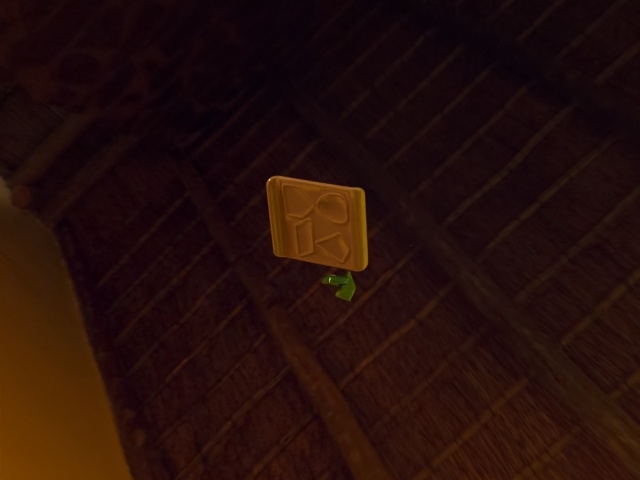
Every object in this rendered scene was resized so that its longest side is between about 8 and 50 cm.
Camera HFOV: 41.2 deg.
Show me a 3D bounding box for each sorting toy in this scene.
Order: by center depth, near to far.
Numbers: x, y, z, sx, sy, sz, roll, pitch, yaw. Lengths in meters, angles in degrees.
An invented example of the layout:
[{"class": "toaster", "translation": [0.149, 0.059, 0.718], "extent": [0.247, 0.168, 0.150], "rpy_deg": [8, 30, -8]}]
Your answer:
[{"class": "sorting toy", "translation": [0.000, 0.000, 0.526], "extent": [0.062, 0.012, 0.083], "rpy_deg": [8, -57, 21]}]
